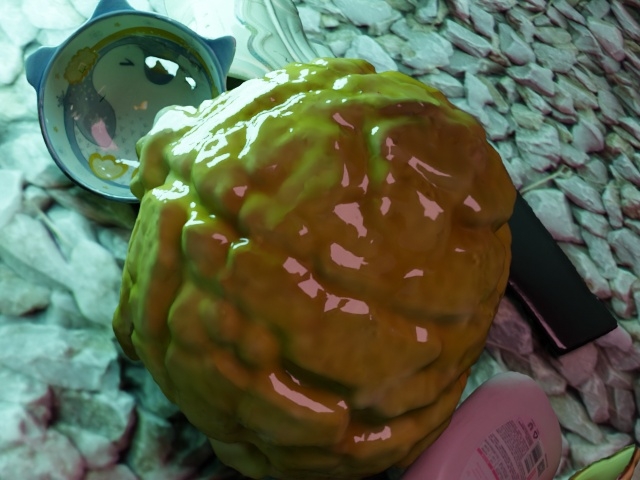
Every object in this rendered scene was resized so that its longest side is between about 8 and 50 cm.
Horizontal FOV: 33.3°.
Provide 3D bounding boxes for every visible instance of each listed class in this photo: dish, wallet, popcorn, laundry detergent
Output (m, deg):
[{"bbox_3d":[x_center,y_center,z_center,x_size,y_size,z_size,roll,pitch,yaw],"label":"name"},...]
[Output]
[{"bbox_3d":[-0.184,-0.148,1.156,0.236,0.228,0.086,47,2,5],"label":"dish"},{"bbox_3d":[0.267,0.032,1.362,0.124,0.025,0.244,-16,64,-39],"label":"wallet"},{"bbox_3d":[0.000,0.014,0.985,0.344,0.354,0.390,19,40,-29],"label":"popcorn"},{"bbox_3d":[0.118,0.264,1.003,0.335,0.087,0.159,-38,119,-42],"label":"laundry detergent"}]

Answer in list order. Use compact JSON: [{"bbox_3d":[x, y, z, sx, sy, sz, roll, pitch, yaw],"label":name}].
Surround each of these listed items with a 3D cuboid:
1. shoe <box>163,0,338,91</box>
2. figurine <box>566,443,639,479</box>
[{"bbox_3d":[-0.112,-0.218,1.275,0.342,0.132,0.210,49,43,10],"label":"shoe"},{"bbox_3d":[0.337,0.337,1.037,0.257,0.181,0.208,50,16,6],"label":"figurine"}]
